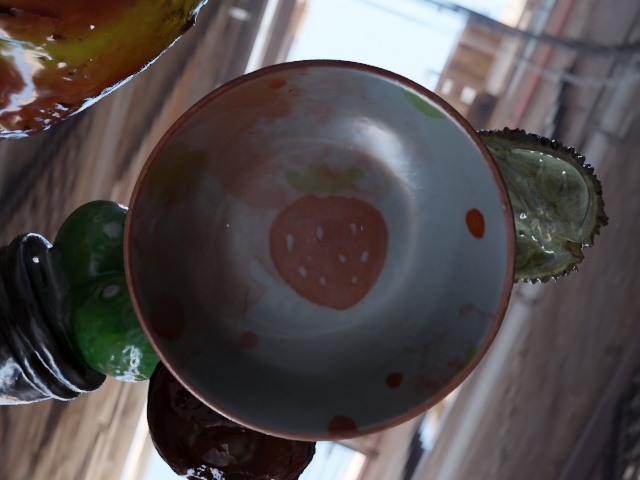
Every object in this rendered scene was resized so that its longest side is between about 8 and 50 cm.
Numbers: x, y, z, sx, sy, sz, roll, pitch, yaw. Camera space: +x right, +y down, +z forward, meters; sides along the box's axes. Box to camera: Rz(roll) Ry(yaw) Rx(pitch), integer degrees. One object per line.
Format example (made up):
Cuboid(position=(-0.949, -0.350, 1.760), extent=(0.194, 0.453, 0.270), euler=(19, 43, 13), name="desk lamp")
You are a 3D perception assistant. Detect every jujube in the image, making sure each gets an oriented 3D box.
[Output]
Cuboid(position=(-0.075, 0.160, 1.712), extent=(0.155, 0.230, 0.155), euler=(-1, -105, 2), name="jujube")

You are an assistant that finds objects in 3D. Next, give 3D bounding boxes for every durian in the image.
Cuboid(position=(0.174, -0.046, 1.741), extent=(0.188, 0.148, 0.091), euler=(49, -170, -2), name="durian")

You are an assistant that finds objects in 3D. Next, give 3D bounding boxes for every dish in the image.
Cuboid(position=(0.000, 0.000, 1.287), extent=(0.260, 0.260, 0.085), euler=(18, -167, -5), name="dish")

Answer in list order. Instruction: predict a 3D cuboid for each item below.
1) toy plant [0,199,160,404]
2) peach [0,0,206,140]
Cuboid(position=(-0.244, 0.070, 1.889), extent=(0.235, 0.175, 0.218), euler=(-27, -127, 9), name="toy plant")
Cuboid(position=(-0.181, -0.265, 0.997), extent=(0.339, 0.353, 0.416), euler=(16, -119, -20), name="peach")
